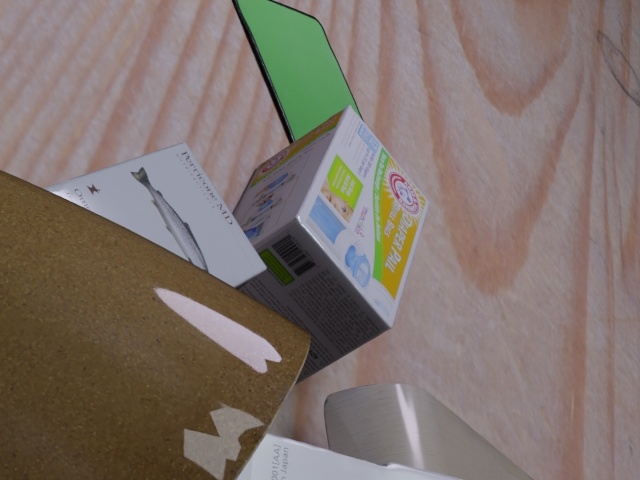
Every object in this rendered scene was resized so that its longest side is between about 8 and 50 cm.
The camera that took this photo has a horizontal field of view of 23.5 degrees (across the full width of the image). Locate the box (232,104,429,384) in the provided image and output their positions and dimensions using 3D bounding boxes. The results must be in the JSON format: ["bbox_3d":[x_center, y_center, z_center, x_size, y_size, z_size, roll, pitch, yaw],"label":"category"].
[{"bbox_3d":[0.000,0.000,1.191,0.114,0.103,0.203,49,28,-16],"label":"box"}]

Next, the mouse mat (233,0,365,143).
[{"bbox_3d":[-0.010,-0.147,1.441,0.152,0.007,0.189,11,51,-56],"label":"mouse mat"}]

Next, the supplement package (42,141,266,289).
[{"bbox_3d":[-0.133,0.021,0.942,0.105,0.105,0.179,56,26,2],"label":"supplement package"}]

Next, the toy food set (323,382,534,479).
[{"bbox_3d":[0.110,0.261,1.137,0.306,0.092,0.219,42,29,-46],"label":"toy food set"}]

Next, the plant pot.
[{"bbox_3d":[-0.175,0.058,0.730,0.254,0.237,0.237,40,29,-7],"label":"plant pot"}]

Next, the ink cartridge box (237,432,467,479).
[{"bbox_3d":[0.020,0.273,0.876,0.261,0.066,0.296,19,63,-29],"label":"ink cartridge box"}]
